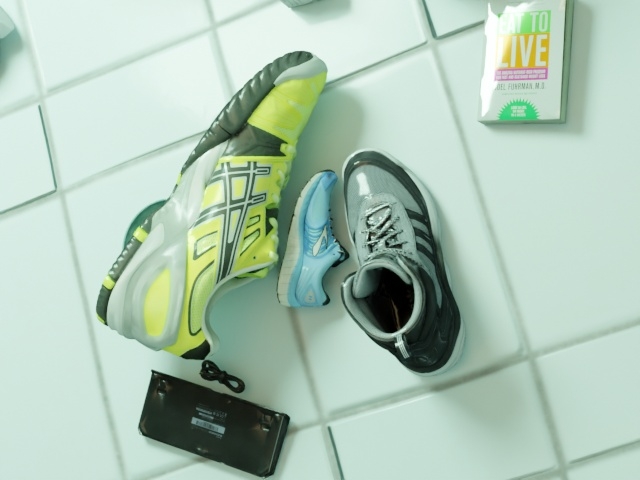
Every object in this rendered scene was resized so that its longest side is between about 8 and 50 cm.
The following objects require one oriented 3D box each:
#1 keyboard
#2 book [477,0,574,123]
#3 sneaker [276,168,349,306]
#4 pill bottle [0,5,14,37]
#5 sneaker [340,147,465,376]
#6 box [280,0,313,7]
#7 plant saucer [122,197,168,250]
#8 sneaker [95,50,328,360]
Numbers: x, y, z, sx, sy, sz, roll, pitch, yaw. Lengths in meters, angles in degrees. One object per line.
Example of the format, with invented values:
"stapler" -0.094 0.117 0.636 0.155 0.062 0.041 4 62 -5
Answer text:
"keyboard" -0.121 0.196 1.706 0.180 0.023 0.108 16 93 22
"book" 0.226 -0.200 1.640 0.096 0.035 0.144 1 82 25
"sneaker" 0.000 0.000 1.684 0.073 0.063 0.162 12 88 4
"pill bottle" -0.463 -0.242 1.880 0.152 0.086 0.086 -40 69 10
"sneaker" 0.073 0.011 1.592 0.101 0.153 0.268 -23 73 16
"box" -0.044 -0.439 1.766 0.063 0.067 0.324 -13 75 18
"plant saucer" -0.177 0.010 1.760 0.119 0.021 0.119 -4 79 21
"sneaker" -0.093 -0.038 1.680 0.147 0.145 0.384 33 86 4
